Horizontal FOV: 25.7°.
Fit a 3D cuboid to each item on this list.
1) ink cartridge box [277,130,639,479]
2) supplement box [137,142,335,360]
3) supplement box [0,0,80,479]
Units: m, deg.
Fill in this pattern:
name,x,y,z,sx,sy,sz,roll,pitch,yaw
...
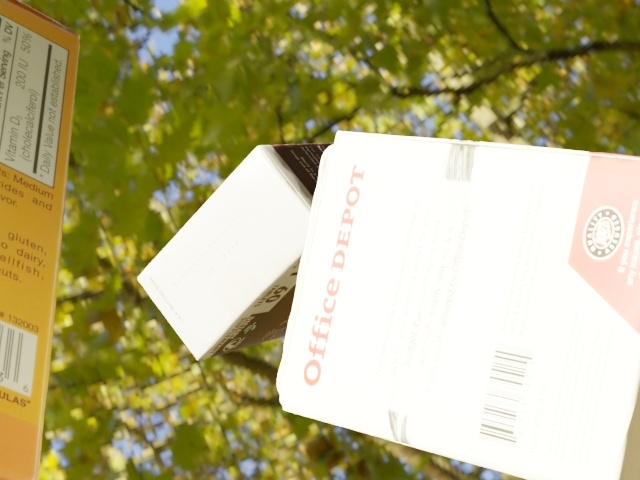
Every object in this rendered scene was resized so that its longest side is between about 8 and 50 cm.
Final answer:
name,x,y,z,sx,sy,sz,roll,pitch,yaw
ink cartridge box,0.060,0.022,0.452,0.056,0.135,0.099,14,-93,-47
supplement box,0.000,0.000,0.952,0.130,0.073,0.239,-46,-16,25
supplement box,-0.147,0.002,0.535,0.080,0.233,0.078,28,-51,-28
